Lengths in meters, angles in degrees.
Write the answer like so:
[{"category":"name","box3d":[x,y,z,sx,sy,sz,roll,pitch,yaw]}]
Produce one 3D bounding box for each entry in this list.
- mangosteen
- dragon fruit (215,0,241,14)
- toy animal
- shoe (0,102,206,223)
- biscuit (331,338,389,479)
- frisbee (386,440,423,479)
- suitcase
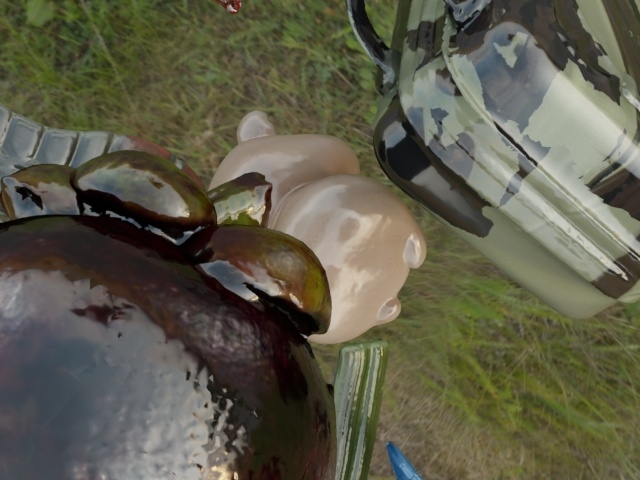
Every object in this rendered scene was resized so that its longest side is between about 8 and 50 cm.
[{"category":"mangosteen","box3d":[-0.130,0.090,0.608,0.307,0.307,0.347,14,70,14]},{"category":"dragon fruit","box3d":[-0.179,-0.401,1.438,0.063,0.097,0.131,-24,126,33]},{"category":"toy animal","box3d":[-0.014,-0.001,0.977,0.229,0.221,0.210,17,104,-4]},{"category":"shoe","box3d":[-0.244,-0.045,0.795,0.291,0.137,0.114,18,74,-17]},{"category":"biscuit","box3d":[0.049,0.312,1.502,0.038,0.099,0.322,30,116,54]},{"category":"frisbee","box3d":[0.164,0.411,1.406,0.045,0.242,0.242,-36,80,-1]},{"category":"suitcase","box3d":[0.161,-0.142,0.780,0.339,0.351,0.194,36,129,-20]}]
